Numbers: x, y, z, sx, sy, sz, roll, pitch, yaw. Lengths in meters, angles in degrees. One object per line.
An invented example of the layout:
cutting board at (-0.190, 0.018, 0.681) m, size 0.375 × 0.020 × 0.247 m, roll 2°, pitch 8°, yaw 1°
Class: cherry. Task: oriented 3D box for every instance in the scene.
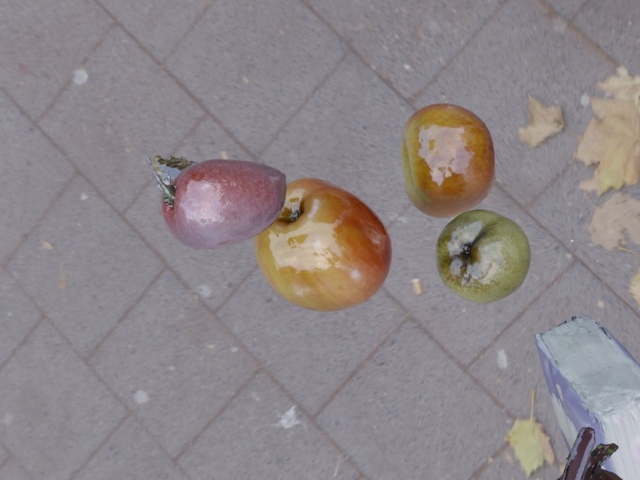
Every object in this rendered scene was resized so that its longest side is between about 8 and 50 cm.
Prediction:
cherry at (-0.097, -0.035, 0.829) m, size 0.126 × 0.106 × 0.087 m, roll 0°, pitch 87°, yaw 1°

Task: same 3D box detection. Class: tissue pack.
tissue pack at (0.469, 0.322, 1.382) m, size 0.125 × 0.242 × 0.344 m, roll -22°, pitch 116°, yaw 0°

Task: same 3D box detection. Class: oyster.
oyster at (-0.280, -0.127, 1.727) m, size 0.148 × 0.051 × 0.103 m, roll 23°, pitch 61°, yaw 15°

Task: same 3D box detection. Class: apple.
apple at (0.244, -0.152, 1.627) m, size 0.173 × 0.235 × 0.210 m, roll -7°, pitch 82°, yaw 0°
apple at (0.000, 0.000, 1.535) m, size 0.242 × 0.241 × 0.242 m, roll -13°, pitch 59°, yaw 22°

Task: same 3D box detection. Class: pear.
pear at (0.274, 0.025, 1.473) m, size 0.167 × 0.136 × 0.167 m, roll -10°, pitch 76°, yaw 44°

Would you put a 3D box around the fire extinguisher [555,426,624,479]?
fire extinguisher at (0.323, 0.303, 0.892) m, size 0.105 × 0.341 × 0.141 m, roll 10°, pitch 64°, yaw 47°
